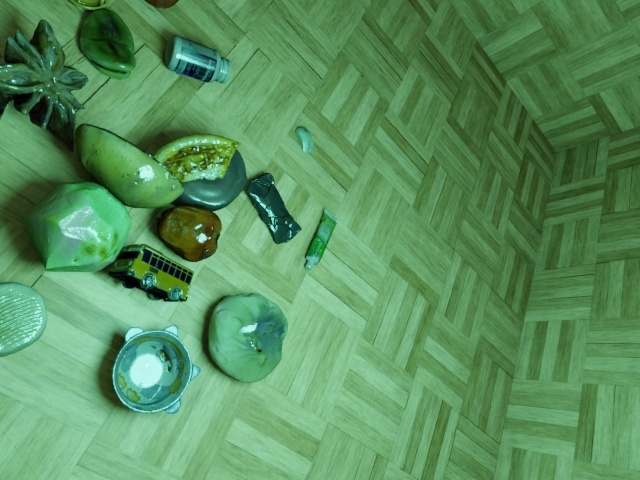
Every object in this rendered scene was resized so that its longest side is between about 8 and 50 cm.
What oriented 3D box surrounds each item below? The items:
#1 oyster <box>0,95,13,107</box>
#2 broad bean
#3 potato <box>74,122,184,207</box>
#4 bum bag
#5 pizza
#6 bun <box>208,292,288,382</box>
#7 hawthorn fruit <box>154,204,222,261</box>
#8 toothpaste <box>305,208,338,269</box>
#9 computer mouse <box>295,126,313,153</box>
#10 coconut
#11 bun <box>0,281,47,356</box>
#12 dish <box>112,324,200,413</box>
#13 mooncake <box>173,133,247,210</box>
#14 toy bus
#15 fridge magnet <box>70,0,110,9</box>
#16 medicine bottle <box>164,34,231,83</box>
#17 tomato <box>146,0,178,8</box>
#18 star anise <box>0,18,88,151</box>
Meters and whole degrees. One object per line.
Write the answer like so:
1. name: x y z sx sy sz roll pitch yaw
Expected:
1. oyster: -0.829 -0.379 1.073 0.165 0.053 0.109 14 74 -37
2. broad bean: -0.610 -0.565 1.289 0.153 0.072 0.207 -15 77 -41
3. potato: -0.516 -0.163 1.161 0.299 0.239 0.116 39 66 -31
4. bum bag: -0.158 -0.107 1.532 0.123 0.060 0.248 -45 108 -36
5. pizza: -0.346 -0.235 1.261 0.270 0.056 0.135 -7 76 -28
6. bun: -0.209 0.284 1.339 0.272 0.168 0.273 6 81 -43
7. hawthorn fruit: -0.373 -0.020 1.281 0.179 0.173 0.174 18 69 -34
8. toothpaste: 0.000 0.000 1.643 0.078 0.046 0.248 41 56 -26
9. computer mouse: -0.054 -0.382 1.694 0.055 0.032 0.110 -21 93 -38
10. coconut: -0.592 -0.024 1.086 0.204 0.236 0.236 24 63 -2
11. bun: -0.715 0.180 1.000 0.173 0.113 0.167 3 70 -36
12. dish: -0.444 0.343 1.190 0.227 0.086 0.237 -1 80 -39
13. mooncake: -0.353 -0.200 1.354 0.244 0.133 0.245 8 76 -35
14. toy bus: -0.447 0.088 1.201 0.201 0.098 0.114 41 53 -48
15. fridge magnet: -0.670 -0.729 1.273 0.143 0.063 0.143 7 78 -34
16. medicine bottle: -0.388 -0.570 1.428 0.191 0.107 0.107 7 75 -37
17. tomato: -0.488 -0.807 1.383 0.167 0.167 0.168 10 74 -36
18. star anise: -0.699 -0.374 1.096 0.292 0.108 0.350 29 60 -63
